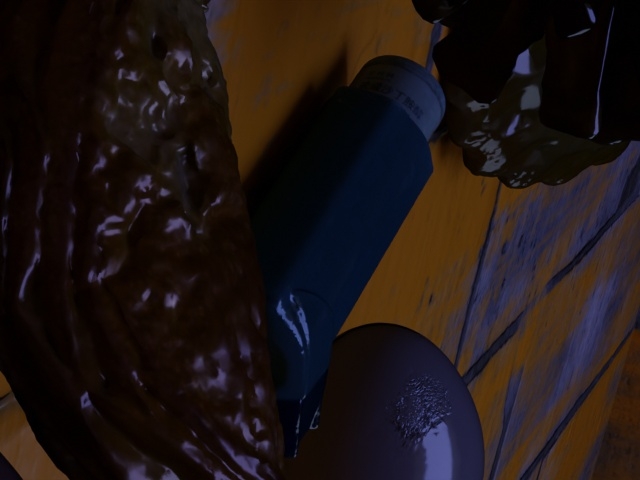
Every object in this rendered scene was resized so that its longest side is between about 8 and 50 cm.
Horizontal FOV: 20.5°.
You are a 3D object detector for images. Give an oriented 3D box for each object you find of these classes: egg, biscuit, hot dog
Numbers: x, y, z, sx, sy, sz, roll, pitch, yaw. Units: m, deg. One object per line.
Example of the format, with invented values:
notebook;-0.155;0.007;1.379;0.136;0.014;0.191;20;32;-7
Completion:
egg;0.042;0.148;1.235;0.146;0.146;0.198;-47;144;-53
biscuit;0.237;-0.179;1.444;0.329;0.078;0.335;-57;147;6
hot dog;-0.080;0.006;0.678;0.175;0.114;0.259;114;-30;-73

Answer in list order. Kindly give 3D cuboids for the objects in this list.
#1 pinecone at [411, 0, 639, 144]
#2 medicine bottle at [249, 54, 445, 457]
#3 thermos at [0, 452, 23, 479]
pinecone;0.184;-0.228;0.937;0.398;0.398;0.397;19;90;-73
medicine bottle;0.000;0.000;1.070;0.124;0.079;0.258;83;30;-48
thermos;-0.140;0.141;0.643;0.265;0.176;0.146;66;25;-65
